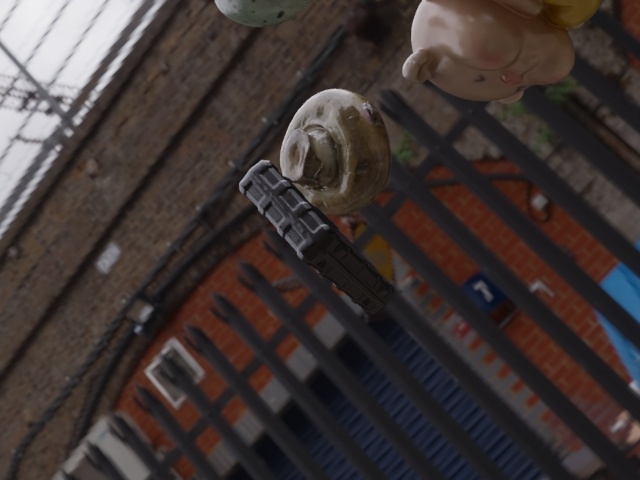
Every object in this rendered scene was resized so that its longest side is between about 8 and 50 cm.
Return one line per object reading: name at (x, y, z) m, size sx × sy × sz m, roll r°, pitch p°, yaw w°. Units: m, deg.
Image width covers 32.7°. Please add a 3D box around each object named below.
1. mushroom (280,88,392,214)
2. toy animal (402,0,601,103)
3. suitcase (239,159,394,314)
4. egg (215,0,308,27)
mushroom at (0.027, -0.170, 2.064) m, size 0.184 × 0.255 × 0.255 m, roll 3°, pitch -47°, yaw -36°
toy animal at (0.220, -0.304, 1.464) m, size 0.345 × 0.277 × 0.247 m, roll 25°, pitch -92°, yaw -40°
suitcase at (0.000, 0.000, 1.728) m, size 0.066 × 0.206 × 0.285 m, roll -44°, pitch -33°, yaw 2°
egg at (-0.085, -0.362, 1.515) m, size 0.164 × 0.131 × 0.131 m, roll -7°, pitch 7°, yaw 39°
